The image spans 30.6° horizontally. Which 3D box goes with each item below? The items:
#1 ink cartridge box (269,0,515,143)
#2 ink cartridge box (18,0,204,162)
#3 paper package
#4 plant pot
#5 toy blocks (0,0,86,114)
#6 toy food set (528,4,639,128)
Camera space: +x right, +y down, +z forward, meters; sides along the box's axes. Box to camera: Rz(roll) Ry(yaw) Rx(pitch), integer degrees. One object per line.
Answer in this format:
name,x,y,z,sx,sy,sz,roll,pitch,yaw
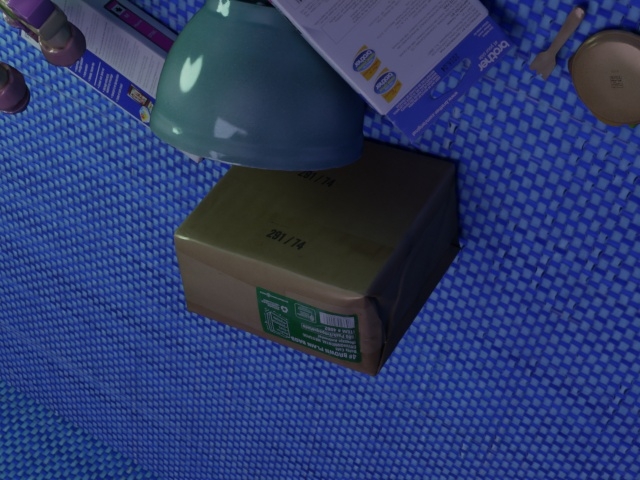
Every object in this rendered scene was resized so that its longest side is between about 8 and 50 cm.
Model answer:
ink cartridge box,0.067,-0.290,1.426,0.311,0.186,0.065,45,-178,-7
ink cartridge box,-0.307,-0.288,1.847,0.371,0.069,0.176,34,145,2
paper package,0.000,0.000,1.686,0.325,0.309,0.168,17,139,26
plant pot,-0.073,-0.233,1.557,0.293,0.293,0.196,19,113,25
toy blocks,-0.438,-0.365,1.691,0.288,0.309,0.260,41,174,14
toy food set,0.359,-0.195,1.402,0.192,0.038,0.132,40,138,8
